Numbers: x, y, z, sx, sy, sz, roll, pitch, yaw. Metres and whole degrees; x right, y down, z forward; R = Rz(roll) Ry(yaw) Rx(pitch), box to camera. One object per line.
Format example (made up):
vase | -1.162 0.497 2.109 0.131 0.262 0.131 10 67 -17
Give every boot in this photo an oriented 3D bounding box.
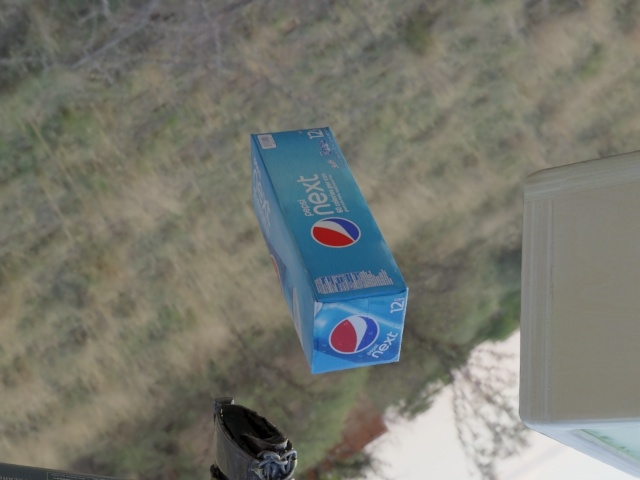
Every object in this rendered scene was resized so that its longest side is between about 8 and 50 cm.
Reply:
boot | -0.054 0.281 0.935 0.091 0.229 0.263 -1 -161 -29

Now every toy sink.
toy sink | 0.226 0.037 0.469 0.234 0.131 0.153 -9 155 34

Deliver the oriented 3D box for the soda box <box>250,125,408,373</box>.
soda box | 0.000 0.000 0.800 0.067 0.210 0.071 -7 129 -12

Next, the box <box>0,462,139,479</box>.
box | -0.068 0.191 0.423 0.233 0.183 0.059 12 -173 -17
